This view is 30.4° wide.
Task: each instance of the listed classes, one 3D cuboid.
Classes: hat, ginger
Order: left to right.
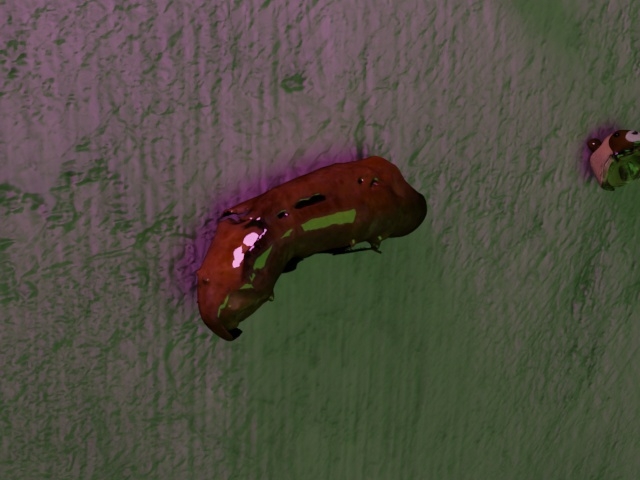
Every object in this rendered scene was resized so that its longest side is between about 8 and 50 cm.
[{"bbox_3d":[-0.008,-0.011,1.266,0.309,0.107,0.133,-29,113,-22],"label":"ginger"},{"bbox_3d":[0.377,-0.109,1.494,0.077,0.059,0.076,-23,141,-15],"label":"hat"}]
